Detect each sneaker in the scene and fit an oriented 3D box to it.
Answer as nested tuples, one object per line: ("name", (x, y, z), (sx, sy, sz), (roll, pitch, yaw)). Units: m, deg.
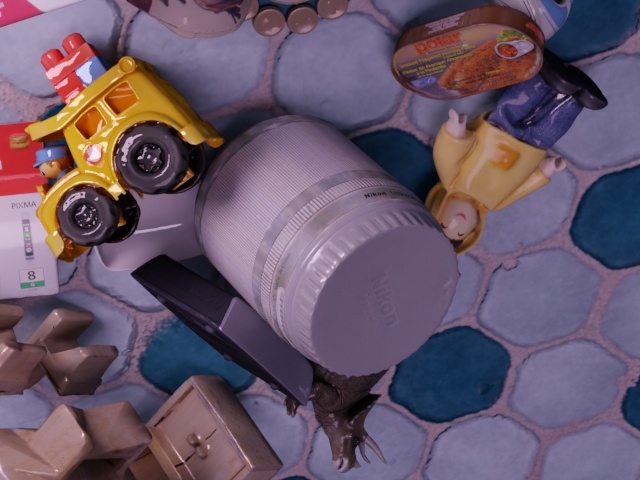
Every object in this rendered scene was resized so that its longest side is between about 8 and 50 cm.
("sneaker", (0.189, -0.311, 1.941), (0.237, 0.085, 0.086), (38, 86, -31))

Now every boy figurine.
("boy figurine", (0.207, -0.101, 2.096), (0.177, 0.092, 0.285), (28, 114, -33))

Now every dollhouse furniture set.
("dollhouse furniture set", (-0.276, 0.302, 2.136), (0.256, 0.362, 0.394), (-48, 153, 21))

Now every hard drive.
("hard drive", (-0.109, 0.107, 2.112), (0.054, 0.172, 0.254), (-55, 146, -9))

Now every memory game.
("memory game", (-0.032, -0.307, 1.925), (0.186, 0.012, 0.186), (-7, 128, -9))

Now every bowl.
("bowl", (-0.206, -0.039, 2.067), (0.142, 0.053, 0.142), (-11, 130, -5))

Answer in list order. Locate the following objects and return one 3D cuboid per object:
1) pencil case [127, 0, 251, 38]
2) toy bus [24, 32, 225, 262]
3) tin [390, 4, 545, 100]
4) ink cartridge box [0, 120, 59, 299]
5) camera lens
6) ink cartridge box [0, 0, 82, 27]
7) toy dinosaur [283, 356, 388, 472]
("pencil case", (-0.107, -0.413, 1.709), (0.160, 0.183, 0.410), (1, 128, -19))
("toy bus", (-0.250, -0.112, 1.928), (0.220, 0.149, 0.211), (-39, 89, 6))
("tin", (0.167, -0.213, 1.978), (0.190, 0.040, 0.106), (-12, 144, 38))
("ink cartridge box", (-0.403, -0.027, 2.030), (0.181, 0.056, 0.224), (-6, 130, -9))
("camera lens", (0.000, 0.000, 1.987), (0.219, 0.274, 0.219), (-19, 129, -25))
("ink cartridge box", (-0.302, -0.363, 1.610), (0.226, 0.131, 0.306), (-15, 113, 16))
("toy dinosaur", (0.036, 0.150, 2.254), (0.160, 0.121, 0.313), (2, 123, -30))
